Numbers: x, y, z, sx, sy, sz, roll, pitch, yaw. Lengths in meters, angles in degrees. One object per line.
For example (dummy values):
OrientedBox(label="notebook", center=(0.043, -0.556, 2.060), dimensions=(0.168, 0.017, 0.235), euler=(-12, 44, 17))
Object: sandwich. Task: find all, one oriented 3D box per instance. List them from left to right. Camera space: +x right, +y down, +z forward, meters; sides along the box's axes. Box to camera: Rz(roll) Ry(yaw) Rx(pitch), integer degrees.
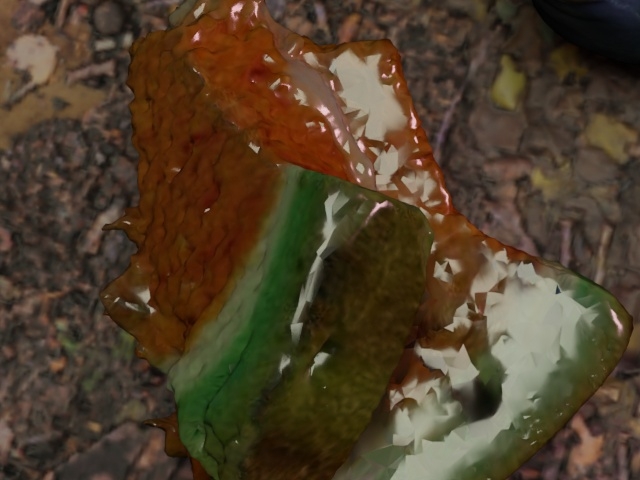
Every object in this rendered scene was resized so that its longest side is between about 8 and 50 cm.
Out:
OrientedBox(label="sandwich", center=(0.000, 0.000, 0.865), dimensions=(0.250, 0.162, 0.301), euler=(-27, 79, -6))

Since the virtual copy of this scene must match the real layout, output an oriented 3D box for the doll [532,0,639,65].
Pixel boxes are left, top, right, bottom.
OrientedBox(label="doll", center=(0.188, -0.215, 0.901), dimensions=(0.228, 0.154, 0.258), euler=(14, 81, -9))
